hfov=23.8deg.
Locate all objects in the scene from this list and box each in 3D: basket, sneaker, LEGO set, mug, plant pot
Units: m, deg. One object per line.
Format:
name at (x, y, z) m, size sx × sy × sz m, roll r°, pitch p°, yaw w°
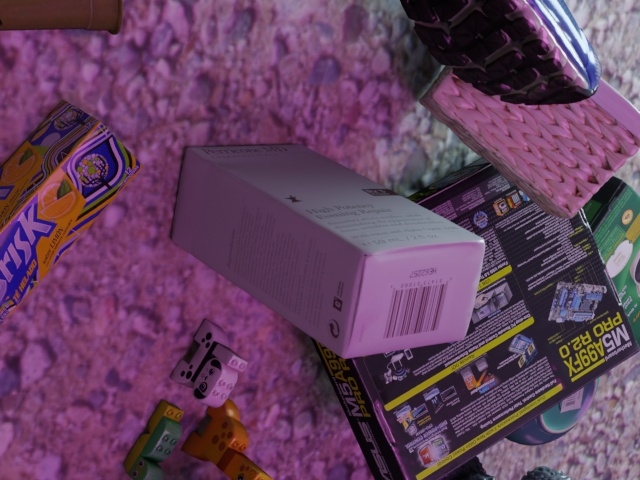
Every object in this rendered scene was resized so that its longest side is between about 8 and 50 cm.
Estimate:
basket at (0.171, -0.105, 1.241) m, size 0.167 × 0.113 × 0.103 m, roll 41°, pitch 91°, yaw -3°
sneaker at (0.116, -0.243, 1.109) m, size 0.147 × 0.130 × 0.330 m, roll -44°, pitch 108°, yaw -24°
LEGO set at (-0.100, 0.192, 1.226) m, size 0.087 × 0.093 × 0.227 m, roll 30°, pitch 91°, yaw -44°
mug at (0.195, 0.121, 1.429) m, size 0.129 × 0.097 × 0.158 m, roll -50°, pitch 134°, yaw -7°
plant pot at (-0.179, -0.169, 0.995) m, size 0.079 × 0.083 × 0.083 m, roll -15°, pitch 121°, yaw -20°

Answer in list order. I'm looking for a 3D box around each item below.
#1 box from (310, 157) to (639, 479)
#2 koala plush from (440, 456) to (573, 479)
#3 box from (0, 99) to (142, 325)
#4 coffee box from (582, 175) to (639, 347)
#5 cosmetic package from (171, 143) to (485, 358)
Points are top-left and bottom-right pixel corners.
box at (0.125, 0.060, 1.304) m, size 0.270 × 0.060 × 0.216 m, roll -28°, pitch 99°, yaw -26°
koala plush at (0.111, 0.317, 1.367) m, size 0.221 × 0.196 × 0.203 m, roll -32°, pitch 123°, yaw -36°
box at (-0.207, -0.014, 1.057) m, size 0.169 × 0.059 × 0.054 m, roll -50°, pitch 131°, yaw -8°
coffee box at (0.299, 0.023, 1.504) m, size 0.184 × 0.040 × 0.113 m, roll 37°, pitch 87°, yaw -44°
cosmetic package at (0.000, 0.000, 1.114) m, size 0.117 × 0.231 × 0.085 m, roll -5°, pitch 115°, yaw -38°
